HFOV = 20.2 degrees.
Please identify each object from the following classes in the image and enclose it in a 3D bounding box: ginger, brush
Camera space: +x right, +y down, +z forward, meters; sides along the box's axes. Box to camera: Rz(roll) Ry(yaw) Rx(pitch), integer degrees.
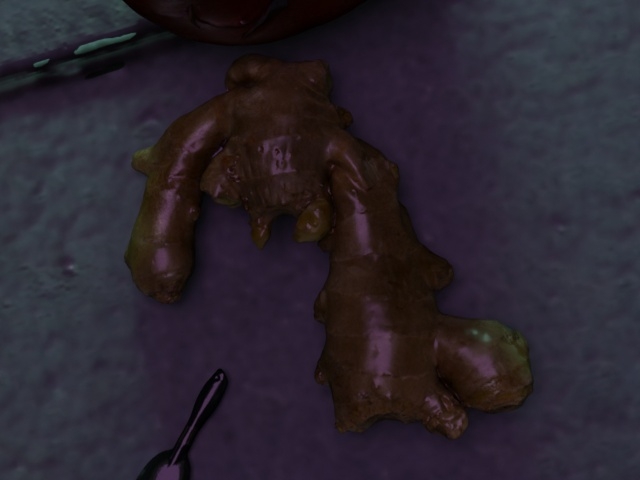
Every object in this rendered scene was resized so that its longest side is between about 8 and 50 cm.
[{"bbox_3d":[0.000,0.000,0.815,0.193,0.052,0.176,0,87,10],"label":"ginger"},{"bbox_3d":[-0.065,0.097,0.833,0.024,0.008,0.083,27,86,13],"label":"brush"}]

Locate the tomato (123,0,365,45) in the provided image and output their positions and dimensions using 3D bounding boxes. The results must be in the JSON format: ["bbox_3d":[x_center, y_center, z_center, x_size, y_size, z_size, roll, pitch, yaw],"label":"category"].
[{"bbox_3d":[-0.026,-0.178,0.789,0.187,0.187,0.151,-11,58,7],"label":"tomato"}]
